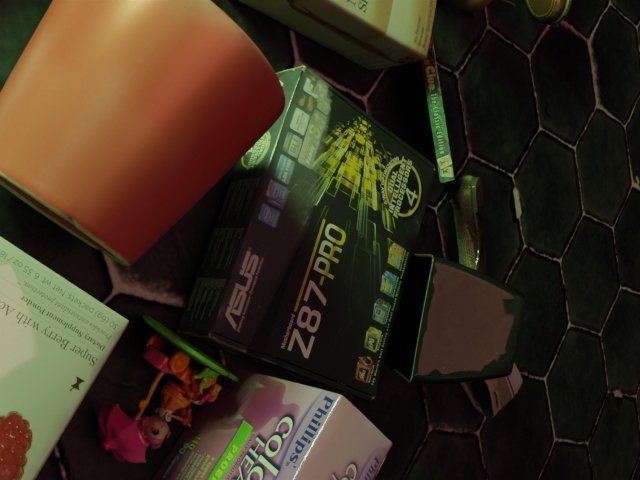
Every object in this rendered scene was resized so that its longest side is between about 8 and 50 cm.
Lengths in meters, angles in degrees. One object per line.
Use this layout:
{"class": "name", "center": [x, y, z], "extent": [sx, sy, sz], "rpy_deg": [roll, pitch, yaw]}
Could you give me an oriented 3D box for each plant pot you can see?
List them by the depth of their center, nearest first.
{"class": "plant pot", "center": [-0.213, -0.123, 0.779], "extent": [0.275, 0.275, 0.243], "rpy_deg": [41, 75, -34]}
{"class": "plant pot", "center": [0.210, 0.126, 1.145], "extent": [0.166, 0.187, 0.188], "rpy_deg": [10, 89, -8]}

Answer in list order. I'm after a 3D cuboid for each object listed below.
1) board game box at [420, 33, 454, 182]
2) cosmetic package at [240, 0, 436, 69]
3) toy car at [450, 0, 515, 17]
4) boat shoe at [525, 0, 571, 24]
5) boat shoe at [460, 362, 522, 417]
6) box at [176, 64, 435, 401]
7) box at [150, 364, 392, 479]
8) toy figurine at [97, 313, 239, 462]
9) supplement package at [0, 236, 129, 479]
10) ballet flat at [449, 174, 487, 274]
{"class": "board game box", "center": [0.192, -0.234, 1.224], "extent": [0.136, 0.030, 0.260], "rpy_deg": [-51, 131, -73]}
{"class": "cosmetic package", "center": [0.026, -0.374, 1.056], "extent": [0.296, 0.129, 0.153], "rpy_deg": [14, 83, -41]}
{"class": "toy car", "center": [0.264, -0.459, 1.260], "extent": [0.188, 0.155, 0.149], "rpy_deg": [42, 64, -45]}
{"class": "boat shoe", "center": [0.403, -0.569, 1.412], "extent": [0.104, 0.110, 0.307], "rpy_deg": [-8, 87, -37]}
{"class": "boat shoe", "center": [0.280, 0.212, 1.313], "extent": [0.094, 0.109, 0.302], "rpy_deg": [-54, 126, -24]}
{"class": "box", "center": [0.000, 0.000, 1.064], "extent": [0.318, 0.097, 0.395], "rpy_deg": [30, 71, -36]}
{"class": "box", "center": [-0.073, 0.290, 0.908], "extent": [0.117, 0.243, 0.214], "rpy_deg": [49, 61, -31]}
{"class": "toy figurine", "center": [-0.199, 0.200, 0.901], "extent": [0.159, 0.130, 0.173], "rpy_deg": [-55, 145, -11]}
{"class": "supplement package", "center": [-0.358, 0.153, 0.694], "extent": [0.177, 0.175, 0.293], "rpy_deg": [42, 65, -35]}
{"class": "ballet flat", "center": [0.267, 0.005, 1.336], "extent": [0.084, 0.058, 0.250], "rpy_deg": [-29, 117, -61]}
